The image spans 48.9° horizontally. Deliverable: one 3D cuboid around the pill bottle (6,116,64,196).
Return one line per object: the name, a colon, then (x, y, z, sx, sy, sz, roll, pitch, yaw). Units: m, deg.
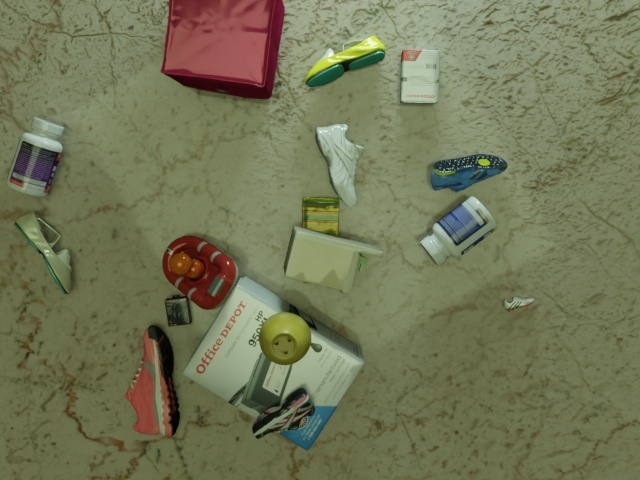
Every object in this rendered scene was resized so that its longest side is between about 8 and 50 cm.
pill bottle: (-0.746, -0.221, 1.856, 0.108, 0.108, 0.194, 21, 96, -2)

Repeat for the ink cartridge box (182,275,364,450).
ink cartridge box: (-0.124, 0.322, 1.882, 0.394, 0.166, 0.286, 32, 95, -3)

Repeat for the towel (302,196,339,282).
towel: (0.000, 0.000, 1.921, 0.102, 0.021, 0.238, 0, 96, 1)

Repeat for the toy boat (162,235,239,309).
toy boat: (-0.334, 0.072, 1.830, 0.231, 0.151, 0.151, 31, 90, 37)

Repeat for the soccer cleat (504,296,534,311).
soccer cleat: (0.545, 0.168, 1.933, 0.083, 0.029, 0.036, -17, 100, 7)

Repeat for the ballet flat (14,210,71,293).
ballet flat: (-0.727, 0.027, 1.902, 0.086, 0.086, 0.248, -34, 94, 4)

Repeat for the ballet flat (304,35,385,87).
ballet flat: (0.057, -0.476, 1.852, 0.230, 0.077, 0.077, -22, 74, 0)

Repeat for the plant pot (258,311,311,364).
plant pot: (-0.089, 0.253, 1.744, 0.134, 0.095, 0.134, 0, 95, -1)

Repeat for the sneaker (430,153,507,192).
sneaker: (0.396, -0.177, 1.887, 0.209, 0.069, 0.082, -9, 129, -7)

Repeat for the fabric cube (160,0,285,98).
fabric cube: (-0.234, -0.505, 1.750, 0.253, 0.258, 0.259, 9, 96, -2)

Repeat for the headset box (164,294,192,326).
headset box: (-0.392, 0.191, 1.937, 0.062, 0.032, 0.083, -6, 97, 1)

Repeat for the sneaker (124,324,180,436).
sneaker: (-0.472, 0.390, 1.917, 0.136, 0.116, 0.314, -5, 96, 2)

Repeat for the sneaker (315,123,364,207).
sneaker: (0.070, -0.205, 1.867, 0.115, 0.090, 0.232, -19, 97, -1)

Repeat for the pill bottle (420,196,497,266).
pill bottle: (0.363, -0.020, 1.872, 0.186, 0.112, 0.112, -37, 95, 4)

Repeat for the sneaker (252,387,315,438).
sneaker: (-0.090, 0.457, 1.780, 0.178, 0.072, 0.077, -34, 106, 10)

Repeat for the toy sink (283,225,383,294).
toy sink: (0.029, 0.057, 1.846, 0.234, 0.153, 0.131, 13, 96, -7)

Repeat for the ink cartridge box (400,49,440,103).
ink cartridge box: (0.261, -0.430, 1.856, 0.099, 0.056, 0.135, 2, 96, 0)
